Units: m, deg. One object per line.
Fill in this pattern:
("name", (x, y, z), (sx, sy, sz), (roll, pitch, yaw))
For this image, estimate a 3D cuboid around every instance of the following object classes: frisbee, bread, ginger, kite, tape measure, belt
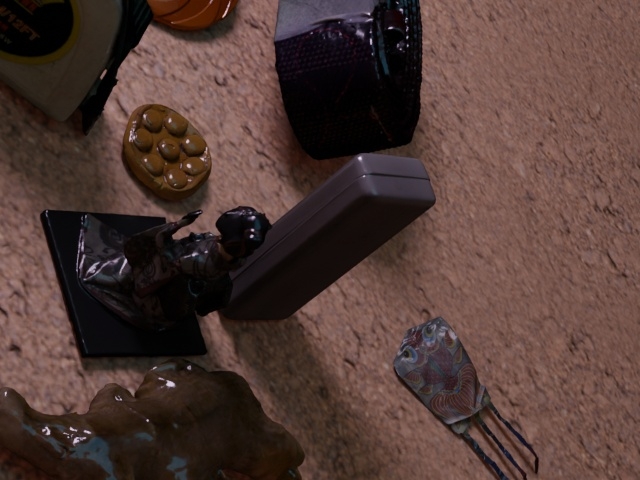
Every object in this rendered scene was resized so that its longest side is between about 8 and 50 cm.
("frisbee", (-0.160, -0.324, 1.920), (0.192, 0.035, 0.192), (15, 63, -33))
("bread", (-0.158, -0.092, 1.789), (0.110, 0.024, 0.110), (26, 46, -31))
("ginger", (-0.138, 0.185, 1.572), (0.333, 0.080, 0.166), (-1, 53, -49))
("kite", (0.171, 0.187, 1.941), (0.229, 0.016, 0.127), (50, 42, -6))
("tape measure", (-0.250, -0.237, 1.659), (0.235, 0.207, 0.115), (38, 39, -17))
("belt", (0.022, -0.224, 1.966), (0.184, 0.164, 0.289), (58, 28, -43))

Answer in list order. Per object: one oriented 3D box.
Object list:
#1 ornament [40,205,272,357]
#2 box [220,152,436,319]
("ornament", (-0.123, 0.003, 1.625), (0.166, 0.196, 0.153), (2, 63, -46))
("box", (0.000, 0.000, 1.712), (0.103, 0.244, 0.055), (3, 59, -45))
